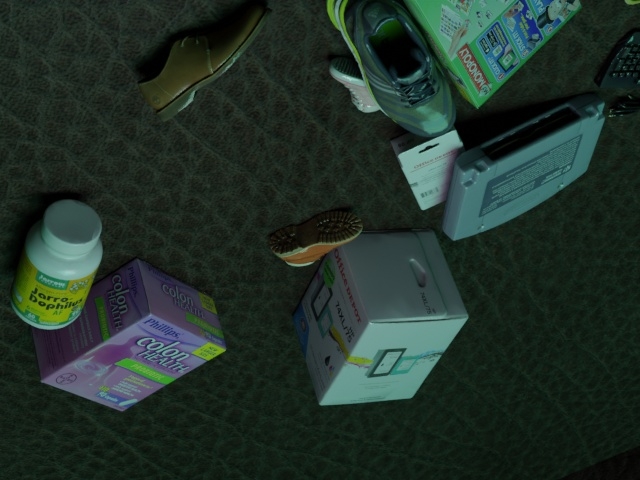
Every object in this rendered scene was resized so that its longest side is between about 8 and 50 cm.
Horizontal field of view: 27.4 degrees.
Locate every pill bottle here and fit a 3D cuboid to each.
[{"bbox_3d":[-0.398,0.034,1.997,0.118,0.117,0.208,-1,144,-27],"label":"pill bottle"}]

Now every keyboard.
[{"bbox_3d":[0.590,-0.268,2.144,0.317,0.033,0.201,-4,145,-22],"label":"keyboard"}]

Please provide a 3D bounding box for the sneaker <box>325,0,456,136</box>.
[{"bbox_3d":[0.109,-0.234,1.796,0.111,0.121,0.300,-36,133,6],"label":"sneaker"}]

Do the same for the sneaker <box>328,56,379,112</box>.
[{"bbox_3d":[0.055,-0.221,1.910,0.134,0.051,0.070,6,135,-41],"label":"sneaker"}]

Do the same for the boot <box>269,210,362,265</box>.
[{"bbox_3d":[0.000,0.000,2.218,0.158,0.059,0.084,-15,152,9],"label":"boot"}]

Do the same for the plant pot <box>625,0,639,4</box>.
[{"bbox_3d":[0.444,-0.441,1.568,0.212,0.187,0.212,-14,149,-9],"label":"plant pot"}]

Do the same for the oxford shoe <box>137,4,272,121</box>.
[{"bbox_3d":[-0.156,-0.251,1.747,0.212,0.076,0.076,-38,104,11],"label":"oxford shoe"}]

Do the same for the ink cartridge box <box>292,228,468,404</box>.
[{"bbox_3d":[0.101,0.136,2.339,0.197,0.198,0.270,-2,143,-24],"label":"ink cartridge box"}]

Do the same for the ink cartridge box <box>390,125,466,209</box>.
[{"bbox_3d":[0.180,-0.132,2.102,0.104,0.060,0.180,-23,148,5],"label":"ink cartridge box"}]

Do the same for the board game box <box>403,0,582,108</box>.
[{"bbox_3d":[0.228,-0.339,1.764,0.213,0.046,0.317,-43,145,0],"label":"board game box"}]

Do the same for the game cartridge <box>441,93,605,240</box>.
[{"bbox_3d":[0.327,-0.114,2.147,0.294,0.060,0.196,-26,146,-22],"label":"game cartridge"}]

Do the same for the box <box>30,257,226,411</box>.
[{"bbox_3d":[-0.326,0.166,2.234,0.243,0.117,0.213,-32,146,18],"label":"box"}]
